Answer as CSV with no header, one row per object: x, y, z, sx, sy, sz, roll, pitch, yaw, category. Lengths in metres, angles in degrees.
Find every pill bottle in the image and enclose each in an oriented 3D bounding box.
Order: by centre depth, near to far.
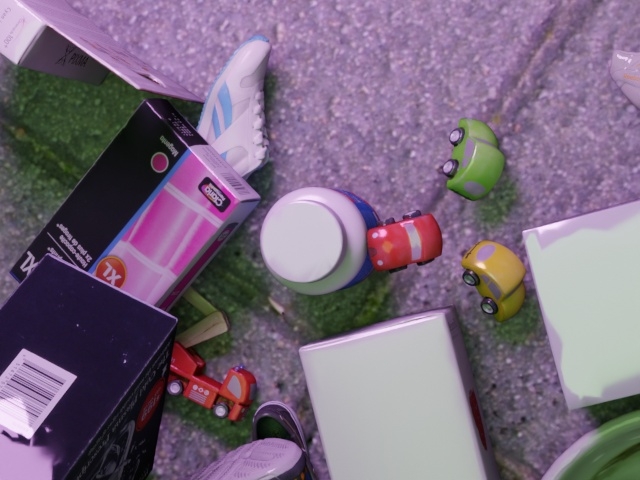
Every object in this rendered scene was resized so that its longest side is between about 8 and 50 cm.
0.000,0.000,1.836,0.124,0.221,0.124,0,91,9,pill bottle

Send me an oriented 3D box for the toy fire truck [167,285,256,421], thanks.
-0.154,0.124,1.952,0.192,0.047,0.135,25,95,9,toy fire truck

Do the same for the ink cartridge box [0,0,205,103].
-0.286,-0.217,1.843,0.261,0.296,0.066,37,97,7,ink cartridge box

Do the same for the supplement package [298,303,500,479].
0.104,0.237,1.844,0.175,0.177,0.293,-15,89,9,supplement package

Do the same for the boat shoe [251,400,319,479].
-0.029,0.304,1.918,0.080,0.076,0.228,-16,88,10,boat shoe

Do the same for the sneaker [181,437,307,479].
-0.099,0.355,1.888,0.321,0.124,0.180,-30,95,41,sneaker

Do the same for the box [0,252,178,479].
-0.326,0.253,1.770,0.179,0.312,0.343,26,50,9,box

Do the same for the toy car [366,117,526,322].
0.171,-0.040,1.849,0.239,0.053,0.225,24,69,-33,toy car

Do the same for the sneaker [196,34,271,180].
-0.098,-0.135,1.925,0.092,0.087,0.229,23,103,6,sneaker

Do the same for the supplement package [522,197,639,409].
0.344,0.058,1.757,0.198,0.262,0.199,-15,88,9,supplement package

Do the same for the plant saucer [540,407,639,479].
0.423,0.380,1.830,0.400,0.100,0.400,0,90,10,plant saucer

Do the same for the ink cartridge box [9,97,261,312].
-0.248,0.023,1.915,0.176,0.069,0.371,46,111,15,ink cartridge box

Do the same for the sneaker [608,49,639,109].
0.439,-0.253,1.825,0.262,0.099,0.121,-44,79,6,sneaker
